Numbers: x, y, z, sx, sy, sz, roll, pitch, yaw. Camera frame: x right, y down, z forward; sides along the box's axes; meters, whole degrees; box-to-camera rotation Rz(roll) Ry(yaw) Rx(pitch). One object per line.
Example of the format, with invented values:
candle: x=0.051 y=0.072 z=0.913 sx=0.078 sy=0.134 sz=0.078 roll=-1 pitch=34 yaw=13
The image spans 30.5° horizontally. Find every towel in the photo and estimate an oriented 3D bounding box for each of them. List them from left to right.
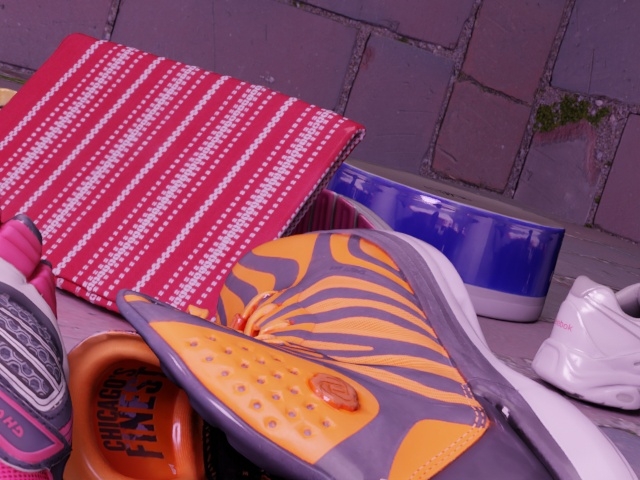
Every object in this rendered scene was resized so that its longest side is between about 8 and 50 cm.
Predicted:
towel: x=-0.131 y=-0.045 z=0.806 sx=0.275 sy=0.199 sz=0.031 roll=21 pitch=-28 yaw=29

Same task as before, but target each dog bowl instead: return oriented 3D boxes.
dog bowl: x=0.126 y=-0.004 z=1.275 sx=0.265 sy=0.104 sz=0.265 roll=16 pitch=8 yaw=-2

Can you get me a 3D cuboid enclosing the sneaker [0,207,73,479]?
sneaker: x=-0.209 y=0.031 z=0.304 sx=0.299 sy=0.121 sz=0.112 roll=4 pitch=43 yaw=-27

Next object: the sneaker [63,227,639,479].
sneaker: x=-0.024 y=0.053 z=0.476 sx=0.180 sy=0.124 sz=0.321 roll=14 pitch=8 yaw=-26

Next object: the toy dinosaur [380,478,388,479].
toy dinosaur: x=0.130 y=0.131 z=0.214 sx=0.322 sy=0.164 sz=0.218 roll=5 pitch=-13 yaw=24

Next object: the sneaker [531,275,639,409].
sneaker: x=0.289 y=0.086 z=0.943 sx=0.232 sy=0.115 sz=0.090 roll=13 pitch=9 yaw=-24

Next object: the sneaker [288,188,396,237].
sneaker: x=0.000 y=0.000 z=0.984 sx=0.111 sy=0.103 sz=0.252 roll=8 pitch=12 yaw=-41

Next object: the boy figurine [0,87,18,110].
boy figurine: x=-0.202 y=-0.050 z=0.960 sx=0.177 sy=0.092 sz=0.285 roll=6 pitch=17 yaw=-44
